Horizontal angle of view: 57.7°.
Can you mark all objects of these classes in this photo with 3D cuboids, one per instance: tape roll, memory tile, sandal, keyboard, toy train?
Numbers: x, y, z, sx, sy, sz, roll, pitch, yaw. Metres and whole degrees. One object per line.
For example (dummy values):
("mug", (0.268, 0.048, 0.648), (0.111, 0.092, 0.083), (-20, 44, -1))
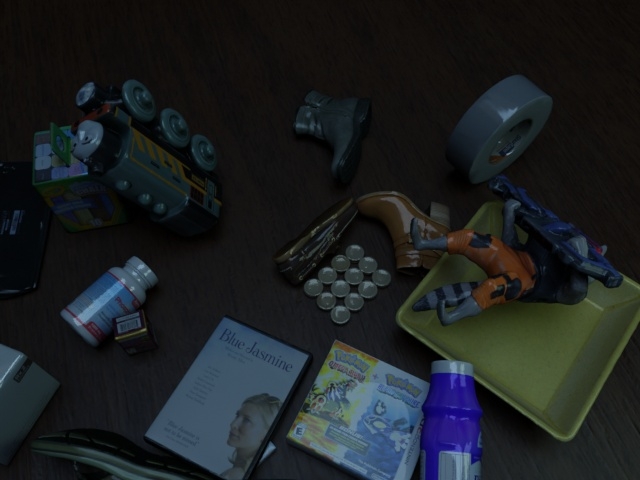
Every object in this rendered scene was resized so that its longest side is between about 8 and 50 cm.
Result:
("tape roll", (0.355, -0.218, 1.159), (0.219, 0.219, 0.072), (-32, 64, -18))
("memory tile", (0.051, 0.081, 1.097), (0.148, 0.012, 0.113), (-39, 67, -20))
("sandal", (-0.301, 0.356, 0.874), (0.302, 0.120, 0.086), (18, 82, 7))
("keyboard", (-0.641, -0.029, 1.146), (0.201, 0.033, 0.317), (-1, 58, -8))
("toy train", (-0.306, -0.142, 1.061), (0.142, 0.334, 0.190), (-19, 58, 23))

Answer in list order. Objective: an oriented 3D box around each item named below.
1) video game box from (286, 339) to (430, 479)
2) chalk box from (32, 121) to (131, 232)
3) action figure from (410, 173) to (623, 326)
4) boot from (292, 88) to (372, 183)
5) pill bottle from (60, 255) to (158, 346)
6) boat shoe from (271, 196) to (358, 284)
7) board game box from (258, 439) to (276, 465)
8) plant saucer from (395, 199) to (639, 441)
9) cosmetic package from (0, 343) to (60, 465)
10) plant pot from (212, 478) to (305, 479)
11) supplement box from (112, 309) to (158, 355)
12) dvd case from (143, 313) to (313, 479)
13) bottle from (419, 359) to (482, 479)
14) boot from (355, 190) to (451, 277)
("video game box", (0.076, 0.289, 0.953), (0.205, 0.048, 0.187), (23, 59, 12))
("chalk box", (-0.455, -0.132, 1.103), (0.132, 0.213, 0.133), (-10, 60, -7))
("action figure", (0.318, 0.026, 0.991), (0.330, 0.179, 0.341), (-1, 32, -8))
("boot", (0.012, -0.226, 1.253), (0.161, 0.083, 0.247), (9, 53, 13))
("pill bottle", (-0.371, 0.105, 1.035), (0.087, 0.087, 0.160), (35, 65, 19))
("boat shoe", (0.000, 0.000, 1.118), (0.207, 0.073, 0.073), (-41, 105, -19))
("board game box", (-0.134, 0.333, 0.938), (0.090, 0.020, 0.090), (-37, 66, -21))
("plant saucer", (0.352, 0.132, 1.030), (0.332, 0.081, 0.333), (35, 65, 19))
("cosmetic package", (-0.554, 0.237, 0.916), (0.183, 0.151, 0.151), (20, 61, 11))
("plant pot", (-0.031, 0.444, 0.732), (0.235, 0.293, 0.293), (0, 58, -18))
("supplement box", (-0.319, 0.160, 1.003), (0.054, 0.083, 0.043), (-16, 60, -10))
("dvd case", (-0.144, 0.257, 0.962), (0.180, 0.022, 0.253), (21, 53, 14))
("bottle", (0.195, 0.325, 0.866), (0.092, 0.118, 0.283), (-1, 68, 18))
("boot", (0.154, -0.010, 1.120), (0.197, 0.073, 0.153), (8, 63, 7))
